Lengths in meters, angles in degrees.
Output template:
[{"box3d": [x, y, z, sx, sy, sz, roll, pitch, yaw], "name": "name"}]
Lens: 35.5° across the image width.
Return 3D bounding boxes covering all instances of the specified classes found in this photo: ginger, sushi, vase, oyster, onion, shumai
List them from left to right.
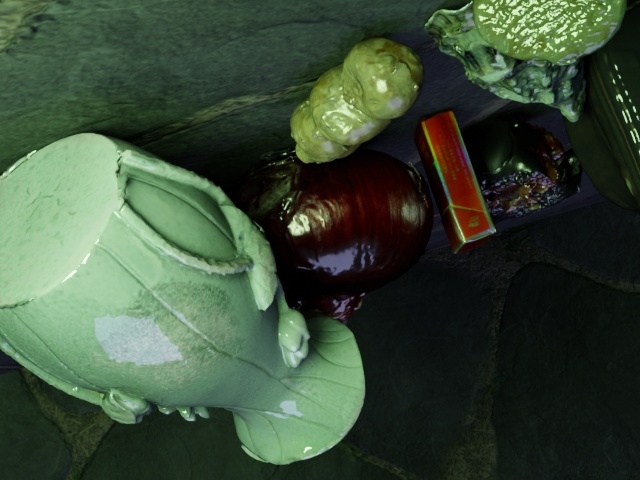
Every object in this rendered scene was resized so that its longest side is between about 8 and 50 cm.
[{"box3d": [-0.132, 0.081, 1.028, 0.250, 0.249, 0.445, -21, 141, 25], "name": "vase"}, {"box3d": [0.000, 0.000, 1.263, 0.314, 0.232, 0.314, -16, 171, -3], "name": "onion"}, {"box3d": [0.034, -0.135, 0.973, 0.104, 0.080, 0.204, -30, 179, -20], "name": "ginger"}, {"box3d": [0.278, -0.108, 1.474, 0.172, 0.153, 0.150, 3, 165, 32], "name": "sushi"}, {"box3d": [0.194, -0.189, 0.999, 0.199, 0.087, 0.252, -11, 162, -6], "name": "oyster"}, {"box3d": [0.194, -0.207, 0.838, 0.124, 0.098, 0.087, 12, -152, 14], "name": "shumai"}]

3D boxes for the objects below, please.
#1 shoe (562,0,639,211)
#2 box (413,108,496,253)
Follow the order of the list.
[{"box3d": [0.411, -0.073, 1.130, 0.171, 0.383, 0.237, -28, 172, -1], "name": "shoe"}, {"box3d": [0.175, -0.076, 1.332, 0.048, 0.175, 0.112, -18, 171, -2], "name": "box"}]
